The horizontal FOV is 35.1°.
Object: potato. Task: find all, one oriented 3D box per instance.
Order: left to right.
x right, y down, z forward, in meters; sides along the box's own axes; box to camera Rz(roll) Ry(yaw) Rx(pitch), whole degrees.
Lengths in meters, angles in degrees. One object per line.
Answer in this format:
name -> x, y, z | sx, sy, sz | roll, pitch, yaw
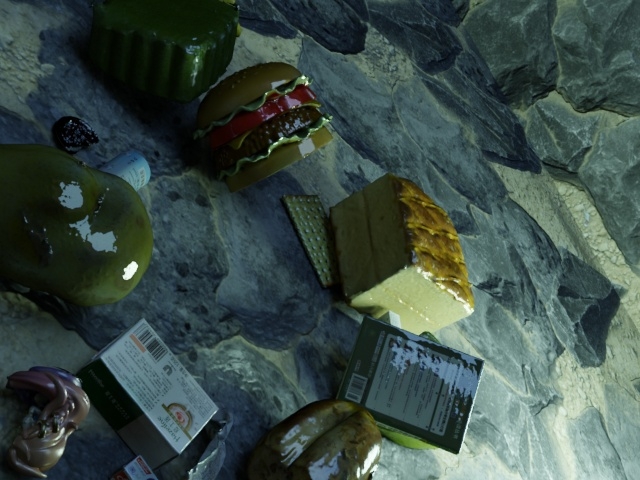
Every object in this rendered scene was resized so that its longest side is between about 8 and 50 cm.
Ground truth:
potato -> -0.419, -0.032, 1.535 | 0.351, 0.202, 0.218 | 28, 64, -25

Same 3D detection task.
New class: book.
book -> 0.179, 0.285, 2.014 | 0.264, 0.027, 0.202 | 21, 66, -1

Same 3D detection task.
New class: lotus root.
lotus root -> 0.006, 0.368, 1.745 | 0.193, 0.193, 0.291 | 58, 31, 5

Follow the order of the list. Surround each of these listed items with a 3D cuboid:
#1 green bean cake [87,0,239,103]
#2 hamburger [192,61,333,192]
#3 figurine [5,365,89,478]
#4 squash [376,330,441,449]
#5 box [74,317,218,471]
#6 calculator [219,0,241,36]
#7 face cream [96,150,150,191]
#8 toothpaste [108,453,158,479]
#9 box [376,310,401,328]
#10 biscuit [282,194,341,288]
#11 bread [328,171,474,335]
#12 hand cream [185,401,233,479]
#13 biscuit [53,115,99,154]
green bean cake -> -0.309, -0.398, 2.008 | 0.246, 0.156, 0.250 | 21, 39, 5
hamburger -> -0.125, -0.244, 2.046 | 0.212, 0.274, 0.274 | 62, 30, -9
figurine -> -0.376, 0.246, 1.399 | 0.114, 0.126, 0.157 | -7, 54, -8
squash -> 0.201, 0.343, 2.091 | 0.204, 0.155, 0.237 | 42, 70, 8
box -> -0.271, 0.239, 1.582 | 0.199, 0.081, 0.135 | 50, 32, -4
calculator -> -0.281, -0.579, 2.411 | 0.236, 0.033, 0.157 | 19, 47, -42
face cream -> -0.379, -0.085, 1.752 | 0.075, 0.075, 0.229 | 51, 30, -6
toothpaste -> -0.235, 0.412, 1.500 | 0.196, 0.040, 0.047 | 55, 26, 0
box -> 0.138, 0.235, 2.143 | 0.040, 0.084, 0.154 | 30, 38, -34
biscuit -> 0.000, 0.000, 2.248 | 0.139, 0.016, 0.232 | -2, 63, -55
bread -> 0.183, 0.040, 2.259 | 0.279, 0.207, 0.279 | 35, 35, -38
hand cream -> -0.176, 0.335, 1.606 | 0.050, 0.084, 0.257 | 6, 21, 2
biscuit -> -0.438, -0.187, 1.816 | 0.089, 0.027, 0.087 | 30, 38, -35
